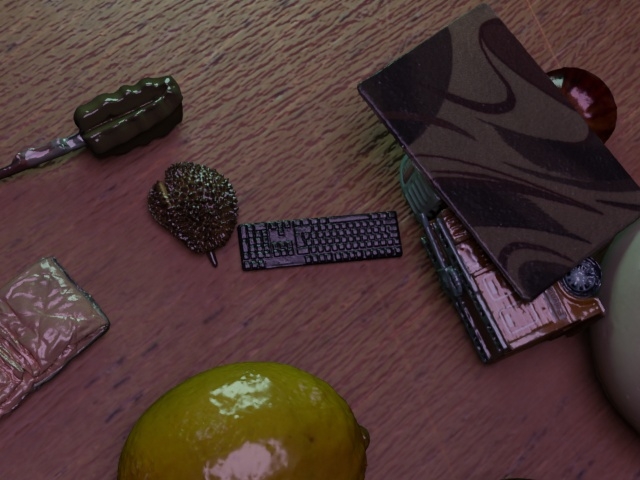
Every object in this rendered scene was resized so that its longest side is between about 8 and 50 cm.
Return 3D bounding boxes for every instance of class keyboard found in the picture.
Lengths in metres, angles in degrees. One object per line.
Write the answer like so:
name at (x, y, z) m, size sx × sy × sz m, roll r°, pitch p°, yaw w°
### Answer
keyboard at (0.000, 0.000, 1.484) m, size 0.204 × 0.013 × 0.061 m, roll -5°, pitch 73°, yaw -10°

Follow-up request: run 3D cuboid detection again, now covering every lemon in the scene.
lemon at (-0.085, 0.247, 1.282) m, size 0.263 × 0.236 × 0.236 m, roll 10°, pitch 72°, yaw -16°

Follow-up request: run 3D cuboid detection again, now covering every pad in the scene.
pad at (0.221, -0.112, 1.413) m, size 0.220 × 0.004 × 0.330 m, roll -36°, pitch 82°, yaw -20°

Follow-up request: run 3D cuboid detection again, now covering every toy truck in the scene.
toy truck at (0.208, -0.007, 1.454) m, size 0.162 × 0.136 × 0.305 m, roll -23°, pitch 78°, yaw -15°

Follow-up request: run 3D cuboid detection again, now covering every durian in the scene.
durian at (-0.149, -0.037, 1.445) m, size 0.110 × 0.071 × 0.140 m, roll -20°, pitch 82°, yaw -14°

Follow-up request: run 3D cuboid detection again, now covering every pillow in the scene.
pillow at (-0.368, 0.127, 1.376) m, size 0.232 × 0.043 × 0.126 m, roll -41°, pitch 78°, yaw -15°

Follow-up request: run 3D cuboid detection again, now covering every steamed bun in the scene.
steamed bun at (0.517, 0.097, 1.419) m, size 0.374 × 0.241 × 0.375 m, roll 2°, pitch 71°, yaw -5°

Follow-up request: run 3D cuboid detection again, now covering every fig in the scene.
fig at (0.331, -0.170, 1.529) m, size 0.150 × 0.128 × 0.128 m, roll -34°, pitch 81°, yaw -16°

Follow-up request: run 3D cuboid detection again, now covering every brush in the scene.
brush at (-0.307, -0.116, 1.447) m, size 0.301 × 0.084 × 0.071 m, roll -24°, pitch 74°, yaw -9°

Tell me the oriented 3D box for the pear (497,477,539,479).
pear at (0.219, 0.366, 1.316) m, size 0.197 × 0.197 × 0.197 m, roll 2°, pitch 73°, yaw -8°
